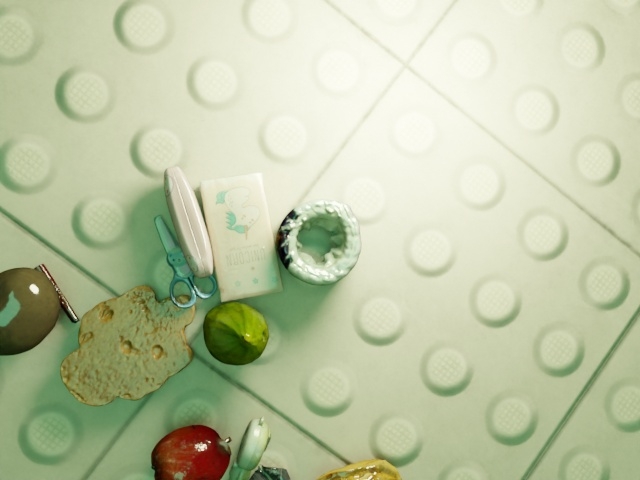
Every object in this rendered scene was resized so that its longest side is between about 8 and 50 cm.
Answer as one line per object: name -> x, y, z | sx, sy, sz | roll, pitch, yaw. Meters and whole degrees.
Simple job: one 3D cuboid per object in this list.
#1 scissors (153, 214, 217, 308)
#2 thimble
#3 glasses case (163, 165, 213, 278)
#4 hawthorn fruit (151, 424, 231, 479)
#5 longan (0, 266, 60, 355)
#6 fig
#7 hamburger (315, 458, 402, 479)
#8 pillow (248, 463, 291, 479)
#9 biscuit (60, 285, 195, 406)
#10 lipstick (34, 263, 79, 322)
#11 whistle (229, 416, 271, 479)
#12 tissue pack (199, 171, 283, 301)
scissors -> -0.376, 0.050, 1.309 | 0.125, 0.030, 0.255 | -26, 86, -32
thimble -> 0.000, 0.000, 1.305 | 0.238, 0.150, 0.237 | 0, 87, -7
glasses case -> -0.339, -0.046, 1.272 | 0.075, 0.113, 0.296 | -16, 83, -16
hawthorn fruit -> -0.318, 0.548, 1.249 | 0.202, 0.185, 0.185 | -23, 91, -24
longan -> -0.734, 0.171, 1.196 | 0.197, 0.196, 0.220 | 30, 78, -5
fig -> -0.201, 0.229, 1.257 | 0.167, 0.234, 0.167 | 21, 57, -37
hamburger -> 0.102, 0.733, 1.287 | 0.319, 0.158, 0.318 | 1, 87, -12
pillow -> -0.137, 0.760, 1.299 | 0.162, 0.092, 0.334 | 11, 86, -3
biscuit -> -0.488, 0.267, 1.291 | 0.376, 0.051, 0.269 | -36, 90, -9
lipstick -> -0.681, 0.140, 1.288 | 0.027, 0.027, 0.176 | -33, 94, -6
whistle -> -0.191, 0.571, 1.291 | 0.067, 0.126, 0.257 | 23, 99, -7
tissue pack -> -0.210, -0.011, 1.320 | 0.170, 0.071, 0.325 | -11, 91, -8
